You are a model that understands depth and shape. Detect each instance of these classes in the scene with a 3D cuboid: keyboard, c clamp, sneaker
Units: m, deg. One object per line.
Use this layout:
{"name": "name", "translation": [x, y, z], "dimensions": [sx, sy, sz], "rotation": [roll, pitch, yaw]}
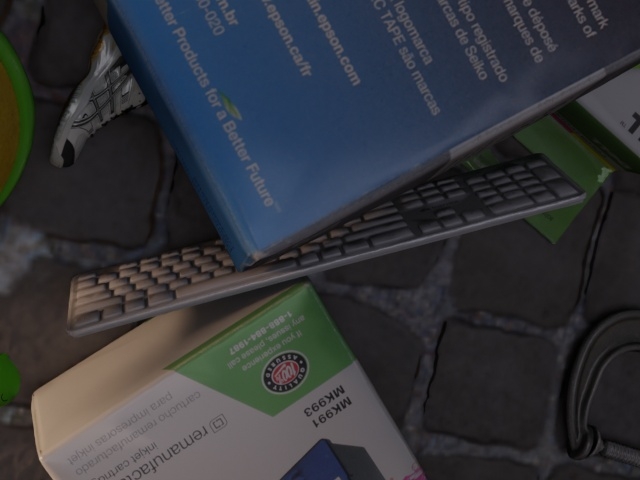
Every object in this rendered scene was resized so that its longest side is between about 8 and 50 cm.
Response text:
{"name": "keyboard", "translation": [0.000, 0.000, 0.615], "dimensions": [0.256, 0.072, 0.014], "rotation": [-15, 106, -4]}
{"name": "c clamp", "translation": [0.208, 0.116, 0.737], "dimensions": [0.160, 0.022, 0.137], "rotation": [25, 94, -19]}
{"name": "sneaker", "translation": [-0.105, -0.070, 0.611], "dimensions": [0.037, 0.032, 0.083], "rotation": [27, 94, -18]}

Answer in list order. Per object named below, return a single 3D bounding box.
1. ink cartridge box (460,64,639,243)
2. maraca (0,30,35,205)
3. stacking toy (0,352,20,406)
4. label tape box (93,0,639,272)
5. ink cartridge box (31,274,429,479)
{"name": "ink cartridge box", "translation": [0.165, -0.105, 0.659], "dimensions": [0.109, 0.062, 0.209], "rotation": [38, 90, -19]}
{"name": "maraca", "translation": [-0.210, -0.043, 0.559], "dimensions": [0.185, 0.099, 0.127], "rotation": [-37, 107, 23]}
{"name": "stacking toy", "translation": [-0.242, 0.013, 0.527], "dimensions": [0.221, 0.167, 0.052], "rotation": [38, 61, -21]}
{"name": "label tape box", "translation": [0.059, -0.174, 0.558], "dimensions": [0.347, 0.115, 0.249], "rotation": [-28, 88, -9]}
{"name": "ink cartridge box", "translation": [-0.028, 0.136, 0.643], "dimensions": [0.154, 0.093, 0.212], "rotation": [-32, 109, -7]}
